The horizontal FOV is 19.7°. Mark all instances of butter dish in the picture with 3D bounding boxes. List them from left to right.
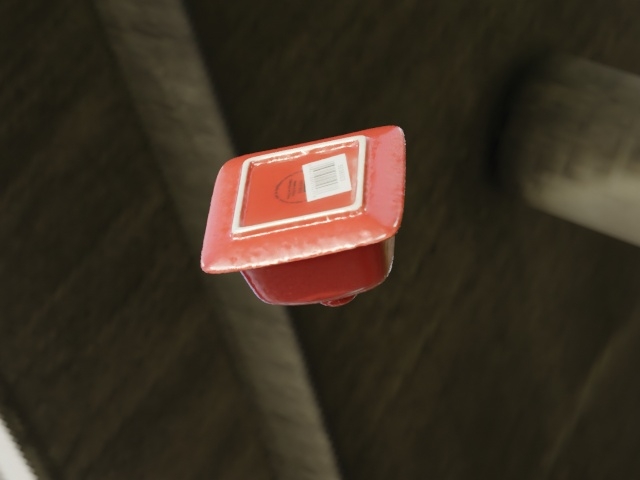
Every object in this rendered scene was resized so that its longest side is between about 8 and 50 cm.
[{"bbox_3d":[0.000,0.000,1.451,0.160,0.160,0.118,-85,-21,-55],"label":"butter dish"}]
